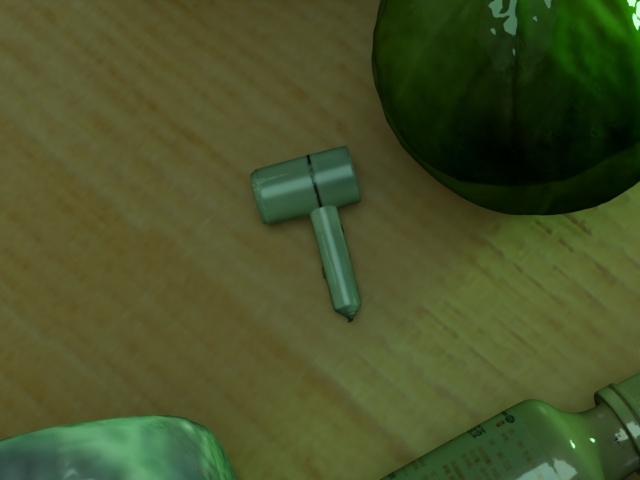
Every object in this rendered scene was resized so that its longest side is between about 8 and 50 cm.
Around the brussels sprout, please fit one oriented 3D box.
[{"bbox_3d":[0.145,-0.147,0.853,0.219,0.210,0.271,-8,112,10],"label":"brussels sprout"}]

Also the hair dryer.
[{"bbox_3d":[0.000,0.000,0.937,0.082,0.047,0.137,-16,85,1],"label":"hair dryer"}]

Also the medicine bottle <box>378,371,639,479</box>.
[{"bbox_3d":[0.152,0.177,0.853,0.252,0.114,0.114,-28,78,-2],"label":"medicine bottle"}]

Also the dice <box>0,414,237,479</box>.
[{"bbox_3d":[-0.166,0.278,0.763,0.271,0.270,0.270,-16,72,-1],"label":"dice"}]
